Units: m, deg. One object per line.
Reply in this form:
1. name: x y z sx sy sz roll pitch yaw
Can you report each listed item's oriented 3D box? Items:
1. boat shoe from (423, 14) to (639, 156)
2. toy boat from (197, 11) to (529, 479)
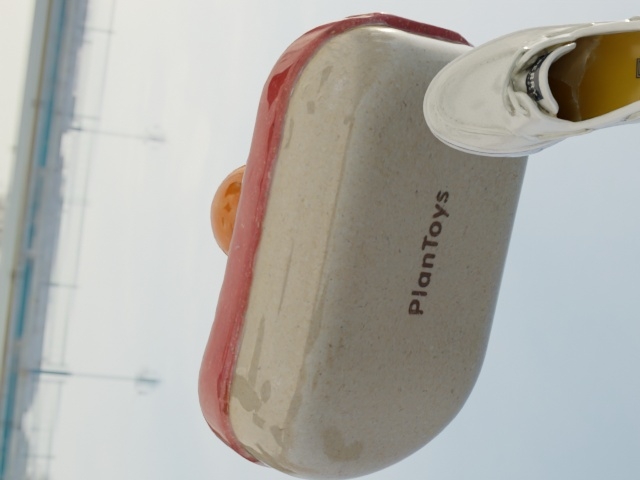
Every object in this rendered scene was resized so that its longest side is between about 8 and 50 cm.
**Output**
1. boat shoe: 0.064 -0.042 0.373 0.100 0.035 0.035 -1 -93 40
2. toy boat: 0.000 0.000 0.709 0.151 0.151 0.231 19 -81 49
